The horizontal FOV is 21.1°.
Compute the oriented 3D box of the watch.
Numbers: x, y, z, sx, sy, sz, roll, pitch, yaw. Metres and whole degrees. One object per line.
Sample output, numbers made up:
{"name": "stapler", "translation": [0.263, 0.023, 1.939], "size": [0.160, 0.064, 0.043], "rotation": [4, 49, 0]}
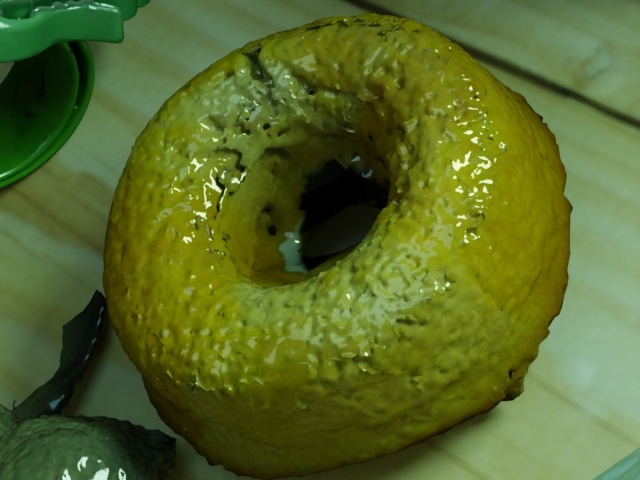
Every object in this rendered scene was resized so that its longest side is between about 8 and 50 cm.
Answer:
{"name": "watch", "translation": [-0.185, -0.104, 1.006], "size": [0.165, 0.152, 0.131], "rotation": [-16, 45, -38]}

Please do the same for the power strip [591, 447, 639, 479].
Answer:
{"name": "power strip", "translation": [0.128, 0.125, 0.806], "size": [0.083, 0.027, 0.017], "rotation": [-36, 56, 5]}

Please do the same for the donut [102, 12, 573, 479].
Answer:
{"name": "donut", "translation": [0.002, 0.000, 0.878], "size": [0.253, 0.118, 0.253], "rotation": [-13, 60, 25]}

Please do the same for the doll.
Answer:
{"name": "doll", "translation": [-0.212, 0.119, 0.927], "size": [0.286, 0.091, 0.202], "rotation": [-2, 30, 12]}
